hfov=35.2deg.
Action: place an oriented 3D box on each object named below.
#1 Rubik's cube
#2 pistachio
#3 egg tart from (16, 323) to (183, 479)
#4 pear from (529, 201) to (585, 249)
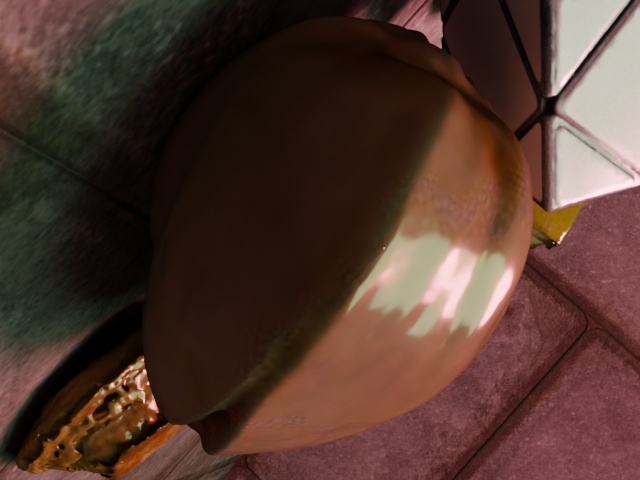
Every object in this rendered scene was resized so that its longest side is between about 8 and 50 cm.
[{"bbox_3d":[0.234,-0.175,0.873,0.205,0.205,0.207,-15,122,-13],"label":"Rubik's cube"},{"bbox_3d":[0.000,0.000,0.797,0.365,0.281,0.445,-58,-172,-23],"label":"pistachio"},{"bbox_3d":[-0.195,0.167,1.026,0.241,0.106,0.241,-44,173,-7],"label":"egg tart"},{"bbox_3d":[0.308,-0.144,1.617,0.318,0.238,0.342,-57,-173,-12],"label":"pear"}]
